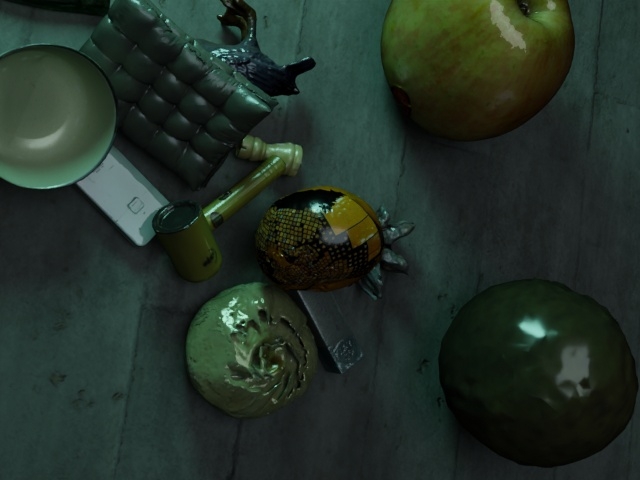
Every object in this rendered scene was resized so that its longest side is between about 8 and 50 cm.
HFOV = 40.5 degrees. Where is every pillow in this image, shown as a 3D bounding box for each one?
[{"bbox_3d":[-0.264,-0.257,1.510,0.326,0.101,0.228,39,112,-17],"label":"pillow"}]

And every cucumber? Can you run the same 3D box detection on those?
[{"bbox_3d":[-0.486,-0.458,1.490,0.244,0.063,0.115,-3,87,-25],"label":"cucumber"}]

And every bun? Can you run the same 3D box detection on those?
[{"bbox_3d":[-0.119,0.200,1.576,0.259,0.152,0.259,1,89,-26],"label":"bun"}]

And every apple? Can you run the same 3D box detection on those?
[{"bbox_3d":[0.317,-0.402,1.729,0.391,0.346,0.391,5,78,-28],"label":"apple"}]

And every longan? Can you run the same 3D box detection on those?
[{"bbox_3d":[0.431,0.252,1.714,0.391,0.391,0.391,2,85,-26],"label":"longan"}]

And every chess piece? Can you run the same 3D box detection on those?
[{"bbox_3d":[-0.100,-0.168,1.662,0.122,0.066,0.066,16,79,-19],"label":"chess piece"}]

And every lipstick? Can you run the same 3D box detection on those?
[{"bbox_3d":[-0.022,0.106,1.674,0.066,0.068,0.317,-32,101,-24],"label":"lipstick"}]

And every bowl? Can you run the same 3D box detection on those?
[{"bbox_3d":[-0.459,-0.212,1.400,0.237,0.126,0.238,-15,120,-28],"label":"bowl"}]

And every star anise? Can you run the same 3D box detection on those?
[{"bbox_3d":[0.083,0.008,1.720,0.236,0.093,0.229,48,67,-18],"label":"star anise"}]

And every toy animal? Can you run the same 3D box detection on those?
[{"bbox_3d":[-0.160,-0.339,1.610,0.298,0.122,0.185,19,74,-17],"label":"toy animal"}]

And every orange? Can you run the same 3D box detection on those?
[{"bbox_3d":[0.000,0.000,1.527,0.234,0.234,0.182,7,72,-26],"label":"orange"}]

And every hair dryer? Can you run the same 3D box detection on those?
[{"bbox_3d":[-0.167,-0.053,1.578,0.278,0.090,0.135,-41,133,-23],"label":"hair dryer"}]

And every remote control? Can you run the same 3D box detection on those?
[{"bbox_3d":[-0.374,-0.105,1.532,0.250,0.034,0.103,46,69,-15],"label":"remote control"}]
